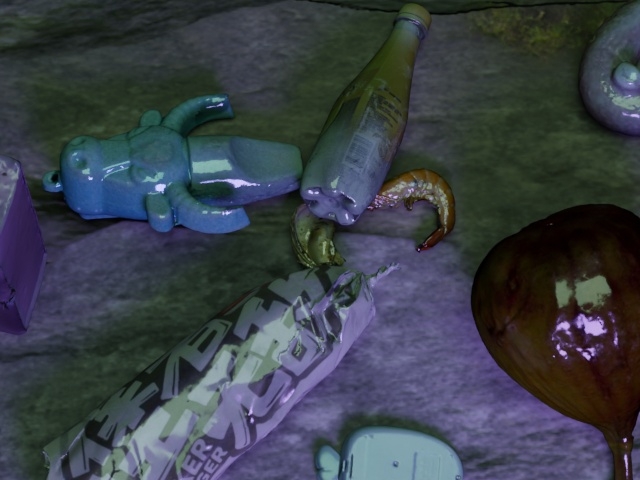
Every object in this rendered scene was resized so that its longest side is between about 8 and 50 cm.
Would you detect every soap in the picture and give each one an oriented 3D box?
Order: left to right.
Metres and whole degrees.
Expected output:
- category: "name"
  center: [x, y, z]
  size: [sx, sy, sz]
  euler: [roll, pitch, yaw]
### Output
- category: "soap"
  center: [-0.424, -0.015, 1.753]
  size: [0.285, 0.296, 0.107]
  euler: [12, 70, -1]

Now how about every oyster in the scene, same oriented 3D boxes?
- category: "oyster"
  center: [0.000, 0.000, 1.907]
  size: [0.080, 0.038, 0.083]
  euler: [32, 55, 2]

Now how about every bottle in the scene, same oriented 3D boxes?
- category: "bottle"
  center: [0.057, -0.142, 1.922]
  size: [0.083, 0.083, 0.270]
  euler: [22, 61, 4]

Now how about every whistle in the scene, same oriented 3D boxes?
- category: "whistle"
  center: [-0.154, -0.069, 1.887]
  size: [0.274, 0.093, 0.186]
  euler: [-4, 47, -7]

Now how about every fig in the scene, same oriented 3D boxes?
- category: "fig"
  center: [0.272, 0.130, 1.821]
  size: [0.217, 0.217, 0.321]
  euler: [-14, 103, -7]

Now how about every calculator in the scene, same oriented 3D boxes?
- category: "calculator"
  center: [0.070, 0.236, 1.837]
  size: [0.153, 0.021, 0.095]
  euler: [7, 72, -4]

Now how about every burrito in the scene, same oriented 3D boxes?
- category: "burrito"
  center: [-0.101, 0.149, 1.817]
  size: [0.445, 0.101, 0.139]
  euler: [-41, 74, -11]

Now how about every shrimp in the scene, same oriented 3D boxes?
- category: "shrimp"
  center: [0.082, -0.030, 1.918]
  size: [0.127, 0.025, 0.091]
  euler: [-8, 77, -1]

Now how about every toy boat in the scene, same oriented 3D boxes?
- category: "toy boat"
  center: [0.382, -0.205, 1.954]
  size: [0.227, 0.085, 0.155]
  euler: [-34, 78, -12]
